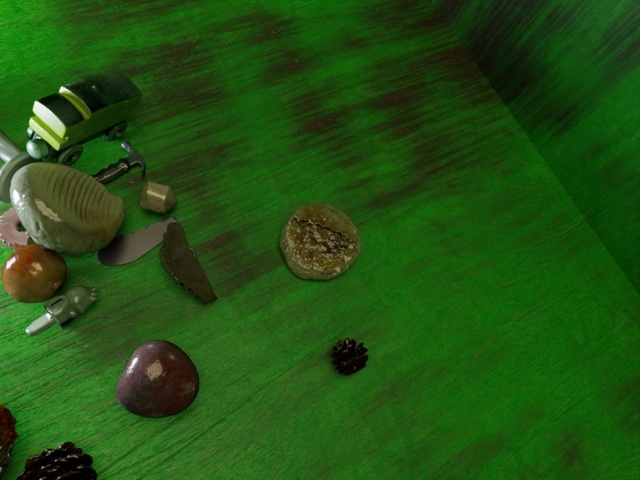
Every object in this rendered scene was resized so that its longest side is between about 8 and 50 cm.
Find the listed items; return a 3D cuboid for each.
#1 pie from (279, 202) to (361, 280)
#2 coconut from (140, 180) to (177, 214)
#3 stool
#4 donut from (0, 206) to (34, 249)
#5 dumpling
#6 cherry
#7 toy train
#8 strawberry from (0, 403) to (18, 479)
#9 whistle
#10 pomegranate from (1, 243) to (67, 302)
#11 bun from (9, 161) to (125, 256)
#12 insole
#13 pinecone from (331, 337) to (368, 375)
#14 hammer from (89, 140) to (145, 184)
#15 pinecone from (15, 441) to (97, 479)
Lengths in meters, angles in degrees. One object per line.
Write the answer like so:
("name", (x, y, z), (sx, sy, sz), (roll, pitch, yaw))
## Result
("pie", (0.000, 0.000, 2.000), (0.338, 0.077, 0.340), (6, 67, -15))
("coconut", (-0.586, -0.152, 1.870), (0.122, 0.116, 0.116), (14, 65, -6))
("stool", (-1.082, -0.256, 1.727), (0.198, 0.195, 0.195), (32, 64, 3))
("donut", (-1.027, -0.038, 1.722), (0.116, 0.065, 0.166), (2, 67, -17))
("dumpling", (-0.503, 0.092, 1.812), (0.166, 0.086, 0.332), (-14, 70, -55))
("cherry", (-0.519, 0.433, 1.596), (0.285, 0.236, 0.213), (37, 22, -9))
("toy train", (-0.815, -0.435, 1.784), (0.179, 0.272, 0.442), (43, 40, -4))
("strawberry", (-1.025, 0.580, 1.393), (0.350, 0.267, 0.312), (-7, 39, 11))
("whistle", (-0.830, 0.225, 1.655), (0.110, 0.092, 0.244), (28, 54, 29))
("pomegranate", (-0.910, 0.109, 1.636), (0.191, 0.191, 0.192), (6, 67, -14))
("bun", (-0.839, -0.088, 1.676), (0.365, 0.219, 0.365), (37, 20, -16))
("insole", (-0.650, 0.000, 1.845), (0.309, 0.012, 0.110), (-34, 83, -25))
("pinecone", (0.104, 0.412, 1.837), (0.140, 0.140, 0.121), (-22, 48, -23))
("hammer", (-0.766, -0.262, 1.903), (0.226, 0.041, 0.159), (-34, 79, -26))
("pinecone", (-0.728, 0.701, 1.414), (0.224, 0.272, 0.225), (-8, 107, -28))
